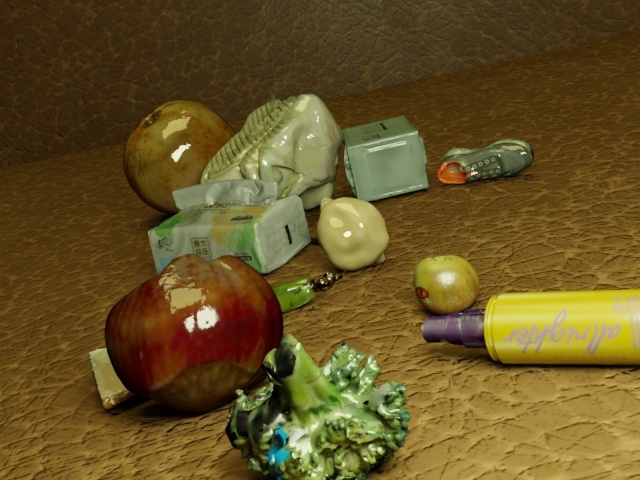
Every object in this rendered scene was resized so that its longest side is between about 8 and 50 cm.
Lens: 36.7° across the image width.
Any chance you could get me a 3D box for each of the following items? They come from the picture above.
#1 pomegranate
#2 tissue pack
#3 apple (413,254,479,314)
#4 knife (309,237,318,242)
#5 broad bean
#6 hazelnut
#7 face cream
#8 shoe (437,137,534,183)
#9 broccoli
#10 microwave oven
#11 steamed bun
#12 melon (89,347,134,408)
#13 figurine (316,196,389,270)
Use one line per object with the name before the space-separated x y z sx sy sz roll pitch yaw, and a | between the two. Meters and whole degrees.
pomegranate | -0.282 -0.167 2.081 0.229 0.270 0.252 17 67 52
tissue pack | -0.160 -0.029 1.642 0.230 0.145 0.159 -4 19 31
apple | 0.161 0.055 1.234 0.084 0.071 0.084 -12 16 3
knife | 0.000 0.000 1.664 0.023 0.010 0.170 -17 14 -38
broad bean | -0.123 0.093 1.316 0.318 0.056 0.098 -19 -19 -14
hazelnut | -0.139 0.111 1.115 0.202 0.170 0.160 -15 42 -28
face cream | 0.239 0.093 1.027 0.274 0.078 0.078 -3 18 30
shoe | 0.307 -0.140 1.815 0.195 0.074 0.077 -3 30 40
broccoli | -0.008 0.152 0.883 0.154 0.160 0.167 -48 40 -17
microwave oven | 0.127 -0.162 1.922 0.162 0.122 0.208 -12 16 1
steamed bun | -0.073 -0.135 1.877 0.268 0.207 0.280 -14 36 52
melon | -0.197 0.154 1.216 0.182 0.054 0.098 -18 22 -20
figurine | 0.049 -0.022 1.523 0.108 0.114 0.196 -12 12 3
